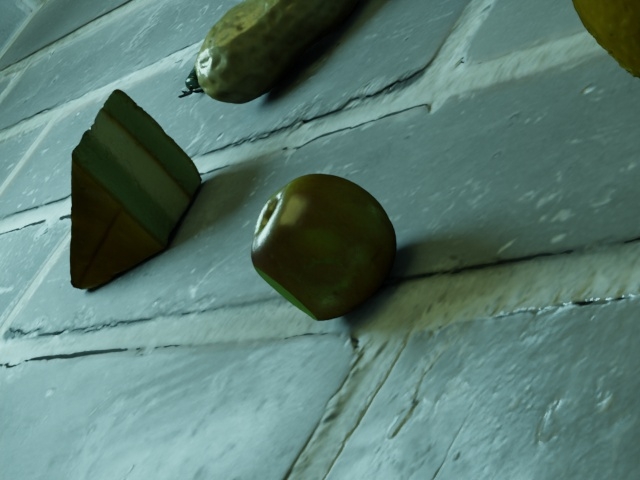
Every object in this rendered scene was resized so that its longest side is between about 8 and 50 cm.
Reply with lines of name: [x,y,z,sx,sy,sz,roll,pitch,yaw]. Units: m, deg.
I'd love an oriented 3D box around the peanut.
peanut: [-0.039,-0.235,1.725,0.229,0.098,0.103,-41,53,11]

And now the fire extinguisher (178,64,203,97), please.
fire extinguisher: [-0.141,-0.202,1.970,0.038,0.025,0.083,0,47,34]

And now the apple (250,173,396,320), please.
apple: [0.000,0.000,1.212,0.099,0.102,0.114,-51,20,-4]

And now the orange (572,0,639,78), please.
orange: [0.243,-0.178,0.886,0.236,0.236,0.236,-41,22,20]

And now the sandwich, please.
sandwich: [-0.235,-0.048,1.714,0.187,0.144,0.117,-26,28,45]
